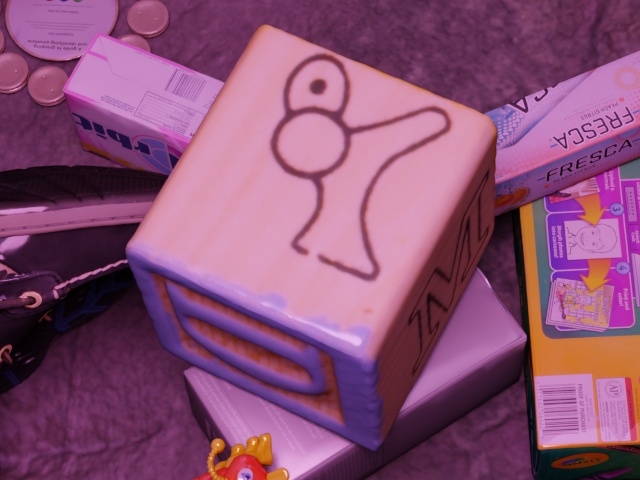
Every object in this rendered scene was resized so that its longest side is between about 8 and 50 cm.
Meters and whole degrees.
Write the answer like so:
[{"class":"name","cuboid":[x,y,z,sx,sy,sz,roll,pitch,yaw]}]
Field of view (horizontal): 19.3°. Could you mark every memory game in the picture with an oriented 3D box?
[{"class":"memory game","cuboid":[-0.223,-0.198,1.636,0.186,0.012,0.186,-1,66,2]}]

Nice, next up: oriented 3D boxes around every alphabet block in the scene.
[{"class":"alphabet block","cuboid":[0.000,0.000,1.327,0.192,0.193,0.197,25,69,13]}]

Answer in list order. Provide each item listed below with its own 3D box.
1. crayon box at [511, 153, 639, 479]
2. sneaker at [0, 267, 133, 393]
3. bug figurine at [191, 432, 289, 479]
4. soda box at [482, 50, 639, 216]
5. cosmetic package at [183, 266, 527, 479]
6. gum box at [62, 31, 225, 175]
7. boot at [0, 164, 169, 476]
[{"class":"crayon box","cuboid":[0.239,0.043,1.465,0.165,0.081,0.278,-2,65,2]},{"class":"sneaker","cuboid":[-0.248,0.054,1.498,0.211,0.080,0.081,-34,46,-12]},{"class":"bug figurine","cuboid":[-0.081,0.282,1.312,0.072,0.216,0.279,8,62,-38]},{"class":"soda box","cuboid":[0.193,-0.083,1.451,0.183,0.058,0.063,-22,64,-8]},{"class":"cosmetic package","cuboid":[0.028,0.103,1.440,0.238,0.107,0.127,-28,67,-13]},{"class":"gum box","cuboid":[-0.106,-0.087,1.527,0.188,0.107,0.062,23,69,13]},{"class":"boot","cuboid":[-0.253,0.106,1.379,0.377,0.138,0.284,-14,106,-26]}]
